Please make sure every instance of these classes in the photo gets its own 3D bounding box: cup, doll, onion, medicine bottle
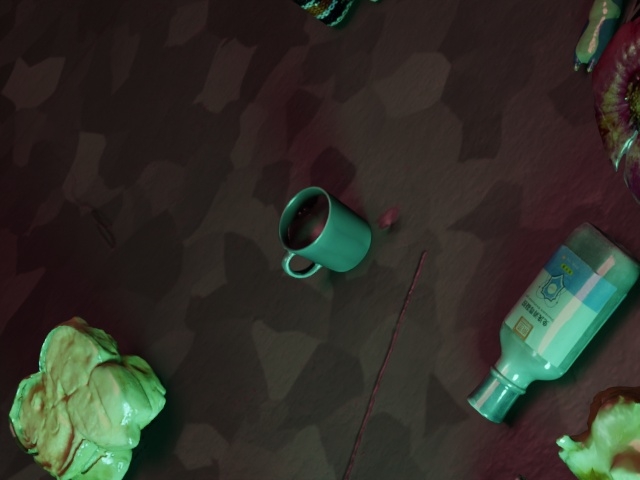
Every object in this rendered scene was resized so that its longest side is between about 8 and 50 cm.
[{"bbox_3d":[0.000,0.000,1.964,0.100,0.077,0.078,-54,41,6],"label":"cup"},{"bbox_3d":[0.291,-0.231,1.841,0.037,0.027,0.125,12,76,41],"label":"doll"},{"bbox_3d":[0.348,-0.122,1.559,0.200,0.200,0.207,-18,45,38],"label":"onion"},{"bbox_3d":[0.219,0.083,1.710,0.208,0.053,0.090,-53,41,9],"label":"medicine bottle"}]

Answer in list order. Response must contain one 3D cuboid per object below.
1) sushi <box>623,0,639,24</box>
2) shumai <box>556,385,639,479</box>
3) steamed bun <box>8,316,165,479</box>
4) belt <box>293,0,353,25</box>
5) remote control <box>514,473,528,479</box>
[{"bbox_3d":[0.408,-0.332,1.700,0.292,0.059,0.294,-63,5,-7],"label":"sushi"},{"bbox_3d":[0.331,0.199,1.425,0.314,0.267,0.262,-46,5,-41],"label":"shumai"},{"bbox_3d":[-0.262,0.199,2.098,0.192,0.106,0.177,34,107,37],"label":"steamed bun"},{"bbox_3d":[0.076,-0.428,2.125,0.360,0.094,0.126,-56,39,3],"label":"belt"},{"bbox_3d":[0.240,0.324,1.550,0.103,0.055,0.277,-56,43,5],"label":"remote control"}]
